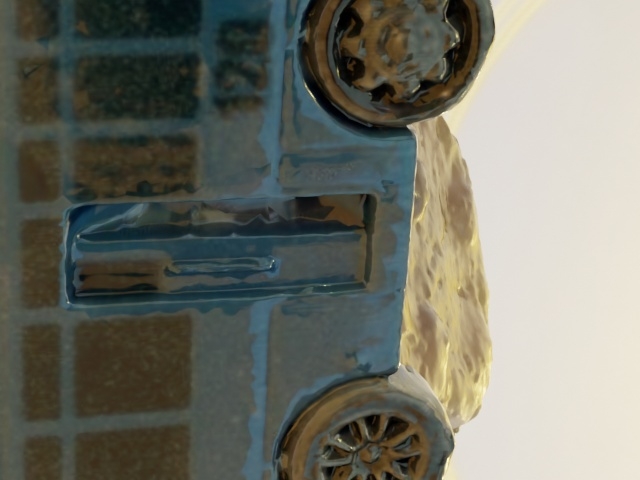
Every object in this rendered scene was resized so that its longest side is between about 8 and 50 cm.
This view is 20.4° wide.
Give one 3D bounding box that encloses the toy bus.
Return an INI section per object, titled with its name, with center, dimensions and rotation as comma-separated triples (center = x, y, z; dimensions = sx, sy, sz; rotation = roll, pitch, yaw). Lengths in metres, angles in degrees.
[toy bus]
center = -0.038, -0.026, 0.445
dimensions = 0.116, 0.133, 0.234
rotation = -118, -152, -62

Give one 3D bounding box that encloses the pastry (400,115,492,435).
[pastry]
center = 0.000, 0.000, 0.696
dimensions = 0.100, 0.218, 0.229
rotation = -16, -122, 20
